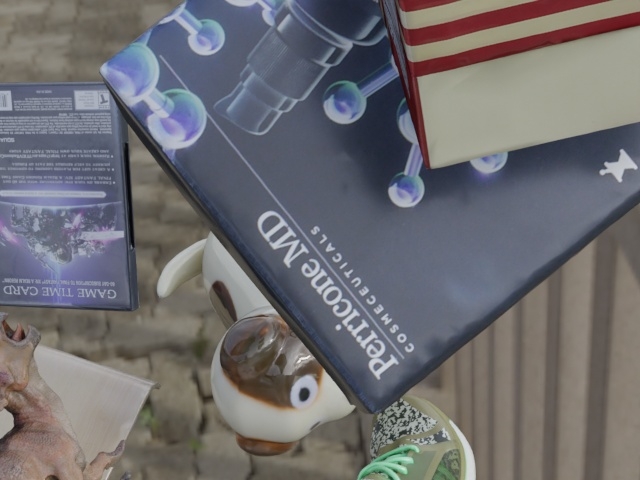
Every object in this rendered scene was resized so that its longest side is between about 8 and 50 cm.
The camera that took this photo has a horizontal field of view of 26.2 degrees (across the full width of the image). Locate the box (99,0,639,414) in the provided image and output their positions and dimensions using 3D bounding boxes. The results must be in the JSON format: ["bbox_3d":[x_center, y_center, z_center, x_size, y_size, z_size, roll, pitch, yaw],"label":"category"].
[{"bbox_3d":[0.090,-0.113,0.993,0.395,0.293,0.212,-39,-1,-4],"label":"box"}]

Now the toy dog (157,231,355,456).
[{"bbox_3d":[-0.046,0.104,1.970,0.395,0.285,0.408,5,38,-3],"label":"toy dog"}]

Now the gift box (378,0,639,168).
[{"bbox_3d":[0.145,-0.213,0.692,0.258,0.276,0.255,-12,57,1],"label":"gift box"}]

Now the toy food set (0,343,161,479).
[{"bbox_3d":[-0.392,0.304,1.998,0.219,0.092,0.306,17,61,11],"label":"toy food set"}]

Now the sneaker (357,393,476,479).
[{"bbox_3d":[0.108,0.340,1.850,0.158,0.182,0.410,-34,34,20],"label":"sneaker"}]

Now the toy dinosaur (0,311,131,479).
[{"bbox_3d":[-0.296,0.239,1.312,0.200,0.127,0.296,19,63,-13],"label":"toy dinosaur"}]

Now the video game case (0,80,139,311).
[{"bbox_3d":[-0.318,-0.053,1.655,0.196,0.274,0.026,2,12,19],"label":"video game case"}]
